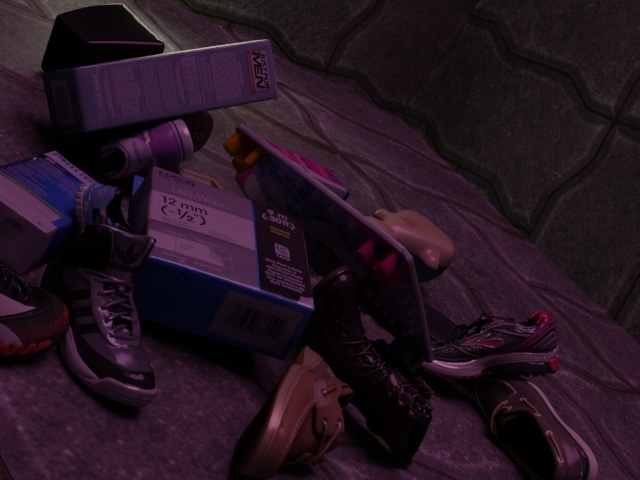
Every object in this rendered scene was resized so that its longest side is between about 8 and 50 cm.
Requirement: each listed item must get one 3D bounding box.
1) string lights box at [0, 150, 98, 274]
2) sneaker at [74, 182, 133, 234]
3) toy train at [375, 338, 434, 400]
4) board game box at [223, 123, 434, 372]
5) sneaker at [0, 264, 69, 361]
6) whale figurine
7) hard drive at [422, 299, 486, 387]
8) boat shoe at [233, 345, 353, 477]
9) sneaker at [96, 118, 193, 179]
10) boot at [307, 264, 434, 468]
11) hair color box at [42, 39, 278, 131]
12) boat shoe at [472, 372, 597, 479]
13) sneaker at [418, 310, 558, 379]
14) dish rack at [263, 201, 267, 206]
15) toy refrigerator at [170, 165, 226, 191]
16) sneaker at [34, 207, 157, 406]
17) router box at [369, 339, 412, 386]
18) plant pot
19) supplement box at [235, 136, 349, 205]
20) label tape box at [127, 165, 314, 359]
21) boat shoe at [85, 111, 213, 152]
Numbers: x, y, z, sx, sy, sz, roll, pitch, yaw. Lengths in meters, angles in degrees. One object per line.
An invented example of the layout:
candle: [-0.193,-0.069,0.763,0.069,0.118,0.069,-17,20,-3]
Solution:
string lights box: [-0.398,-0.047,1.419,0.133,0.077,0.260,35,16,3]
sneaker: [-0.293,0.001,1.371,0.073,0.162,0.063,-1,6,16]
toy train: [0.150,0.232,1.782,0.036,0.027,0.158,32,12,-51]
board game box: [0.017,0.025,1.685,0.390,0.050,0.390,39,-17,29]
sneaker: [-0.376,0.051,1.084,0.276,0.135,0.097,18,21,-47]
whale figurine: [0.177,0.017,2.249,0.272,0.141,0.216,7,31,-50]
hard drive: [0.232,0.191,2.003,0.254,0.054,0.172,36,17,5]
boat shoe: [-0.019,0.228,1.294,0.110,0.122,0.341,34,15,3]
sneaker: [-0.338,-0.163,1.829,0.282,0.161,0.102,173,-103,-74]
boot: [0.080,0.183,1.449,0.091,0.263,0.229,-29,50,-28]
hair color box: [-0.286,-0.280,1.809,0.374,0.114,0.185,-14,13,-30]
boat shoe: [0.357,0.326,1.764,0.091,0.109,0.305,11,21,-34]
sneaker: [0.290,0.190,1.850,0.299,0.112,0.121,-2,6,-9]
dish rack: [0.000,0.000,2.077,0.271,0.074,0.208,10,28,-52]
toy refrigerator: [-0.179,-0.018,1.732,0.102,0.094,0.269,17,23,-44]
sneaker: [-0.255,0.071,1.225,0.101,0.153,0.268,16,24,-47]
router box: [0.085,0.212,1.686,0.092,0.038,0.122,21,21,-41]
plant pot: [-0.465,-0.378,2.074,0.167,0.187,0.188,-3,39,-46]
supplement box: [-0.063,-0.125,2.231,0.220,0.114,0.111,21,22,-34]
label tape box: [-0.155,-0.003,1.493,0.249,0.115,0.348,19,33,-19]
boat shoe: [-0.359,-0.264,2.018,0.130,0.132,0.355,42,18,30]
